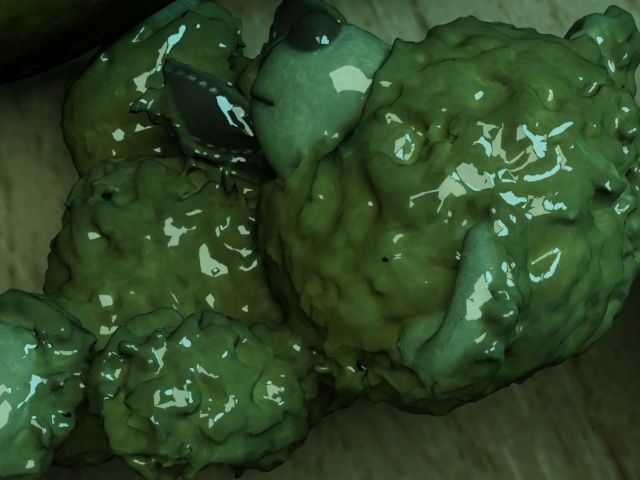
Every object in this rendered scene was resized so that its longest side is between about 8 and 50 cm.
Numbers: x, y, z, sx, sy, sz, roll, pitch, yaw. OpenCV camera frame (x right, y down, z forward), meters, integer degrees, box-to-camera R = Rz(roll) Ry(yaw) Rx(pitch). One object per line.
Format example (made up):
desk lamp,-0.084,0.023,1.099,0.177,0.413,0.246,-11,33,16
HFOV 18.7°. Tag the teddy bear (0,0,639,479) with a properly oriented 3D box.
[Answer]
teddy bear,0.000,0.000,0.708,0.156,0.256,0.267,47,42,-23

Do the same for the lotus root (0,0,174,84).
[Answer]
lotus root,-0.111,-0.131,0.758,0.123,0.241,0.124,57,36,-6

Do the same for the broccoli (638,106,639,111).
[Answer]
broccoli,0.230,0.028,0.727,0.269,0.241,0.261,-8,56,-32
